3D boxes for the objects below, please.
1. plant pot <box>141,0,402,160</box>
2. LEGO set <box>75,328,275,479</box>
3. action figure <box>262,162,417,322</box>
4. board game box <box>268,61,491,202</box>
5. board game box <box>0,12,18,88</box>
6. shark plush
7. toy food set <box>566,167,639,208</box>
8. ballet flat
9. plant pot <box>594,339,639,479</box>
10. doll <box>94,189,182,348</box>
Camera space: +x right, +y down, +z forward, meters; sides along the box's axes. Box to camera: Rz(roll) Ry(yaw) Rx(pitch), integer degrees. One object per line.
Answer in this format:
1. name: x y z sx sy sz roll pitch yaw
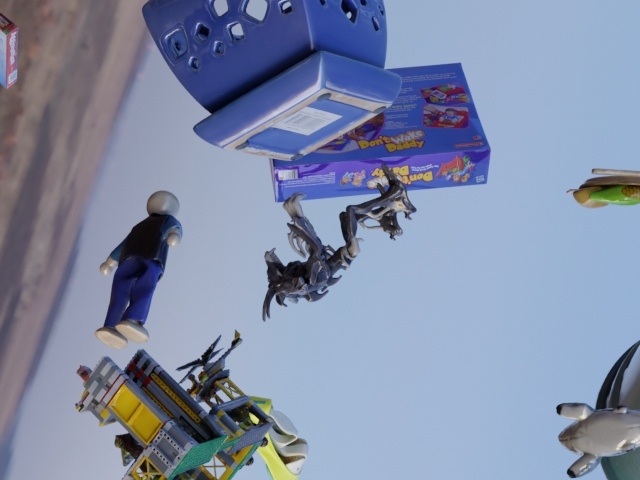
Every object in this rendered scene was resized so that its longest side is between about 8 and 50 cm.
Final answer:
1. plant pot: -0.047 -0.233 1.766 0.236 0.236 0.212 -26 -107 27
2. LEGO set: -0.225 0.251 1.827 0.255 0.192 0.331 -56 161 25
3. action figure: 0.000 0.000 2.101 0.275 0.141 0.164 -36 171 -14
4. board game box: 0.084 -0.181 2.332 0.233 0.347 0.078 -100 -173 -46
5. board game box: -0.586 -0.369 2.231 0.027 0.281 0.145 -45 169 -30
6. shark plush: 0.301 0.177 1.390 0.161 0.067 0.073 -28 -109 32
7. toy food set: 0.385 -0.056 1.804 0.192 0.132 0.038 83 10 -84
8. ballet flat: -0.063 0.320 2.229 0.077 0.077 0.231 -83 153 -43
9. plant pot: 0.546 0.200 1.863 0.334 0.341 0.341 79 24 -63
10. doll: -0.197 0.024 1.555 0.129 0.046 0.189 -16 -132 42
